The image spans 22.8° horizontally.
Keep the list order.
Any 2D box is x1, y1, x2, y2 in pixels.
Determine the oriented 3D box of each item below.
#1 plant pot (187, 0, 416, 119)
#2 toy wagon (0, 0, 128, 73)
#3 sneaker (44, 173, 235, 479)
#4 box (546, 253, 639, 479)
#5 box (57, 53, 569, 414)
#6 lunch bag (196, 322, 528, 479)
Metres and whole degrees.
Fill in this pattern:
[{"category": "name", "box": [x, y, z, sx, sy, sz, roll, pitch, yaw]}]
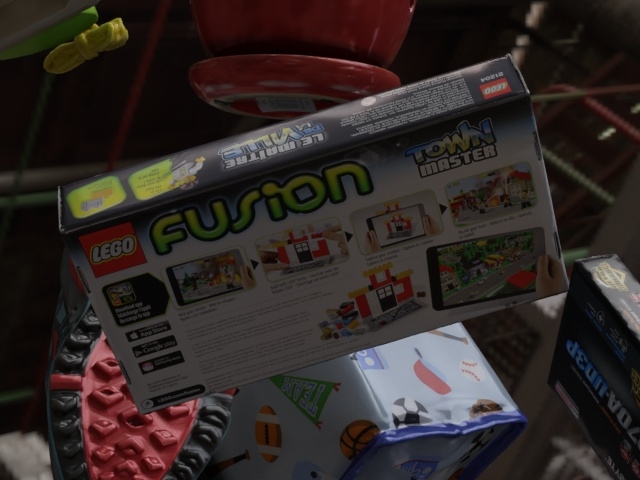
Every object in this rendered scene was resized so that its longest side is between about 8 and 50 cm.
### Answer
[{"category": "plant pot", "box": [-0.013, -0.189, 1.263, 0.191, 0.191, 0.174, -3, -96, 46]}, {"category": "toy wagon", "box": [-0.235, -0.142, 0.974, 0.267, 0.344, 0.068, -22, -92, 22]}, {"category": "sneaker", "box": [-0.114, 0.084, 0.949, 0.262, 0.104, 0.125, -93, -163, -48]}, {"category": "box", "box": [0.311, 0.146, 1.593, 0.220, 0.051, 0.175, -120, -152, -47]}, {"category": "box", "box": [0.000, 0.000, 0.707, 0.036, 0.207, 0.114, -104, 178, -53]}, {"category": "lunch bag", "box": [-0.035, 0.189, 1.622, 0.385, 0.239, 0.328, -55, -130, 37]}]
